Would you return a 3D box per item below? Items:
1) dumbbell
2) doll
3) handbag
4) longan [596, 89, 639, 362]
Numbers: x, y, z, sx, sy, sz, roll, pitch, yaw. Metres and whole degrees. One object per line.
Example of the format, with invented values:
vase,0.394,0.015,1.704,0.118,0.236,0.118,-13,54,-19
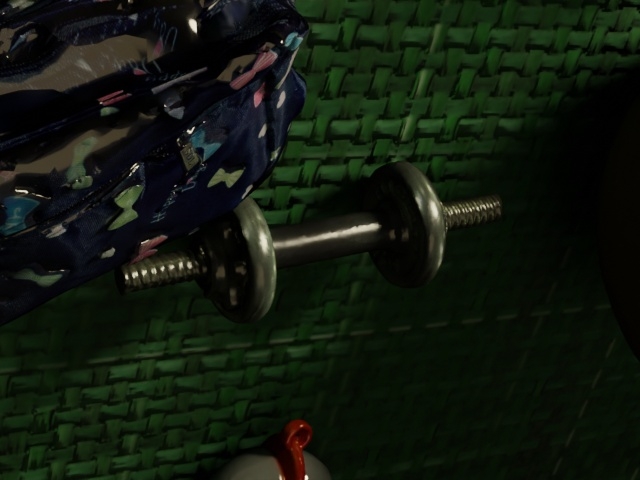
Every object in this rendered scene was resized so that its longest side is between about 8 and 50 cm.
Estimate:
dumbbell,0.000,0.000,0.801,0.254,0.081,0.081,-10,129,-28
doll,-0.050,0.220,0.952,0.142,0.076,0.245,1,128,-34
handbag,-0.123,-0.049,0.644,0.260,0.113,0.162,-26,165,-14
longan,0.316,-0.017,0.860,0.297,0.297,0.297,-17,132,-21
